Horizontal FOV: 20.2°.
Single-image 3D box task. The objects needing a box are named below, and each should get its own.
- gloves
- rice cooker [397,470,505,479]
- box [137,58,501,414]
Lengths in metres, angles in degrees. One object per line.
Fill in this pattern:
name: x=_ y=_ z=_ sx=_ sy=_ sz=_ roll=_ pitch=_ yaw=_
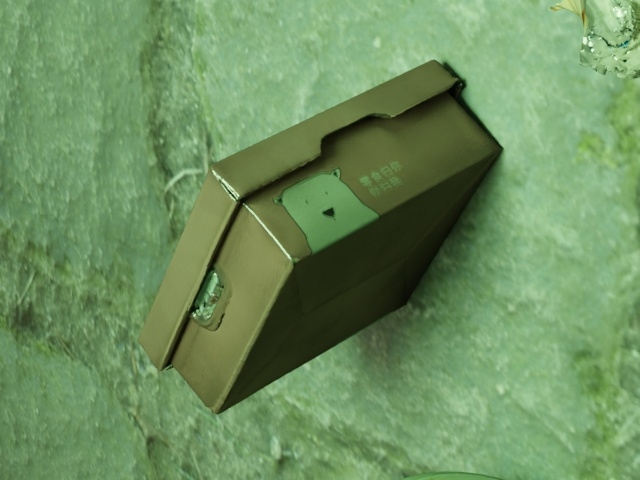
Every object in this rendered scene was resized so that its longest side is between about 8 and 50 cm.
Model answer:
gloves: x=0.185 y=-0.173 z=1.000 sx=0.114 sy=0.070 sz=0.153 roll=-101 pitch=20 yaw=-52
rice cooker: x=0.091 y=0.297 z=1.254 sx=0.226 sy=0.226 sz=0.244 roll=46 pitch=138 yaw=37
box: x=0.000 y=0.000 z=1.248 sx=0.086 sy=0.215 sz=0.215 roll=48 pitch=142 yaw=17
